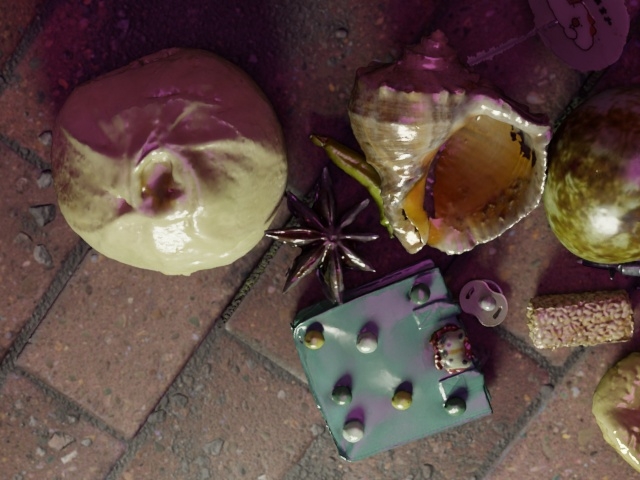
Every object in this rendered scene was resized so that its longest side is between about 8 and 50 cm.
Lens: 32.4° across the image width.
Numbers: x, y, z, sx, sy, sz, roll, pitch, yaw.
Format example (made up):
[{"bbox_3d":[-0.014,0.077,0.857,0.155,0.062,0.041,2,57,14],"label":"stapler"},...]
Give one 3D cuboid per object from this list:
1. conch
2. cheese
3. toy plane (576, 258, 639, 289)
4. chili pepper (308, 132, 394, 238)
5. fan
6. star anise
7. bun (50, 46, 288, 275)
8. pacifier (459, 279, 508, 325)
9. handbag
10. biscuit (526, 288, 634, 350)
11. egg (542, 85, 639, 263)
[{"bbox_3d":[0.192,-0.151,1.617,0.297,0.210,0.352,11,142,13],"label":"conch"},{"bbox_3d":[0.550,0.271,1.725,0.214,0.117,0.226,-39,93,4],"label":"cheese"},{"bbox_3d":[0.519,0.044,1.696,0.234,0.082,0.160,-6,128,4],"label":"toy plane"},{"bbox_3d":[0.067,-0.099,1.712,0.049,0.043,0.208,-36,93,38],"label":"chili pepper"},{"bbox_3d":[0.322,-0.306,1.571,0.329,0.009,0.190,-30,94,-29],"label":"fan"},{"bbox_3d":[0.000,0.000,1.695,0.181,0.061,0.204,-25,92,-16],"label":"star anise"},{"bbox_3d":[-0.231,-0.110,1.643,0.364,0.202,0.364,1,104,4],"label":"bun"},{"bbox_3d":[0.262,0.095,1.727,0.083,0.064,0.068,36,84,-5],"label":"pacifier"},{"bbox_3d":[0.108,0.194,1.738,0.274,0.100,0.268,-19,99,7],"label":"handbag"},{"bbox_3d":[0.406,0.123,1.722,0.169,0.070,0.082,-6,108,3],"label":"biscuit"},{"bbox_3d":[0.437,-0.085,1.587,0.238,0.238,0.289,14,133,0],"label":"egg"}]
